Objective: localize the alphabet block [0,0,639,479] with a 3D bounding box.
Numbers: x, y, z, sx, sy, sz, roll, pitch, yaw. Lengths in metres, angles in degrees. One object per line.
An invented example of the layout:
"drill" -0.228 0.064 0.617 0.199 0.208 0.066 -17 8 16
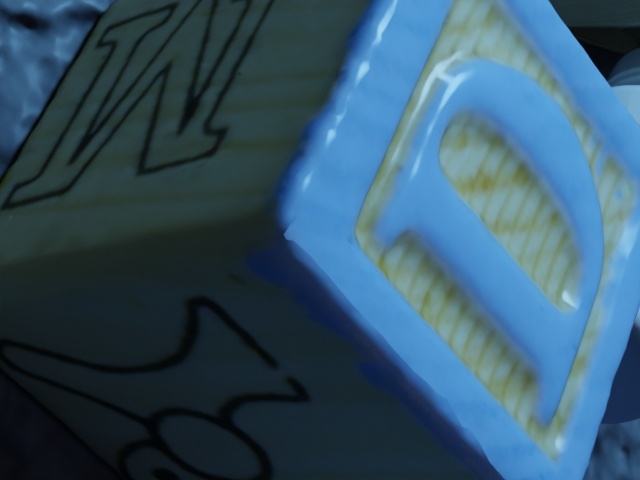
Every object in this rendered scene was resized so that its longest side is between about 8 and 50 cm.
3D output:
"alphabet block" 0.000 0.000 0.726 0.192 0.197 0.193 50 50 -30

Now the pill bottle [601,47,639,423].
"pill bottle" 0.169 -0.011 0.974 0.117 0.118 0.208 52 48 -27

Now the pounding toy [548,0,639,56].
"pounding toy" 0.211 -0.164 1.058 0.141 0.130 0.100 9 88 -47
